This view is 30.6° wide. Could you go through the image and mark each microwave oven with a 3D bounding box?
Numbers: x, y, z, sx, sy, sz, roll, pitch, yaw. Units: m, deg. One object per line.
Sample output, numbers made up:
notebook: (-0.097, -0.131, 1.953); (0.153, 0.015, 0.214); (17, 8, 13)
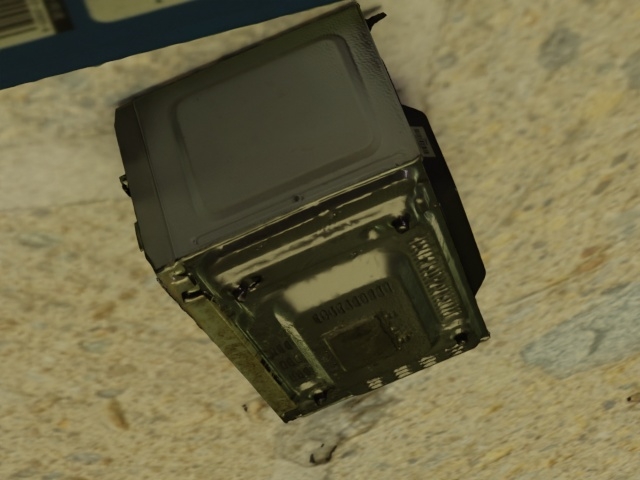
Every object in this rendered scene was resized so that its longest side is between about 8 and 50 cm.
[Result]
microwave oven: (0.000, 0.000, 0.658); (0.163, 0.129, 0.205); (-22, 146, 7)

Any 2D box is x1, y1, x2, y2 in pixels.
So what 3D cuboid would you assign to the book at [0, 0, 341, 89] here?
book: (0.000, -0.207, 0.449); (0.427, 0.039, 0.300); (-15, 146, -5)
